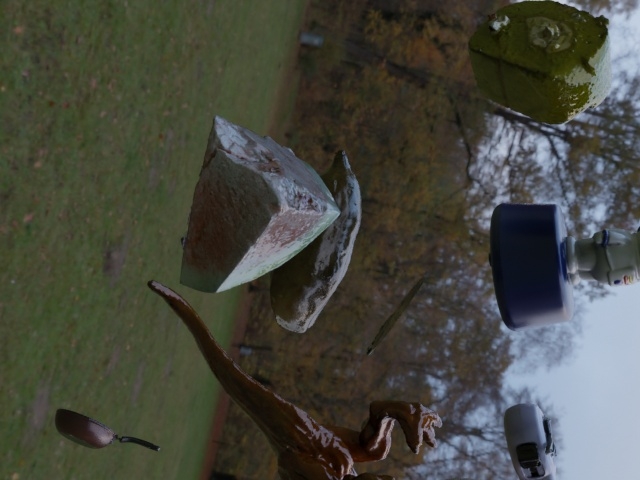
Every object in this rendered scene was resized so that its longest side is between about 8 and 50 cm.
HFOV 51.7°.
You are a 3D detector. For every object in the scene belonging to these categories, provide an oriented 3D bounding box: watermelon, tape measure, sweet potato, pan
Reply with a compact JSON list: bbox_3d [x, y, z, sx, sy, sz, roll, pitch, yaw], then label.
[{"bbox_3d":[-0.106,-0.059,1.049,0.310,0.193,0.231,-30,153,-28],"label":"watermelon"},{"bbox_3d":[0.487,0.465,1.505,0.178,0.105,0.196,63,23,-27],"label":"tape measure"},{"bbox_3d":[0.000,0.000,1.327,0.158,0.158,0.369,-97,-149,-81],"label":"sweet potato"},{"bbox_3d":[-0.226,0.208,0.694,0.068,0.115,0.023,115,-6,-59],"label":"pan"}]

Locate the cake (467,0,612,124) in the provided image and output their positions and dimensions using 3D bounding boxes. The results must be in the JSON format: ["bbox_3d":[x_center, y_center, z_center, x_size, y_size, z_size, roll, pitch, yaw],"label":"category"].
[{"bbox_3d":[0.401,-0.327,1.187,0.179,0.260,0.156,-42,136,-7],"label":"cake"}]

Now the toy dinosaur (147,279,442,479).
[{"bbox_3d":[0.008,0.203,0.646,0.097,0.208,0.432,-35,106,-53],"label":"toy dinosaur"}]

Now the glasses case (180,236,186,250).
[{"bbox_3d":[-0.273,0.015,1.390,0.083,0.023,0.033,83,-12,-74],"label":"glasses case"}]

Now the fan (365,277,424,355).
[{"bbox_3d":[0.122,0.160,1.239,0.182,0.010,0.310,-51,175,-22],"label":"fan"}]

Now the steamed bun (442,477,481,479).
[{"bbox_3d":[0.322,0.597,1.358,0.177,0.283,0.283,-51,166,-38],"label":"steamed bun"}]

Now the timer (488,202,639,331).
[{"bbox_3d":[0.551,0.037,1.318,0.270,0.384,0.270,-7,90,-67],"label":"timer"}]
